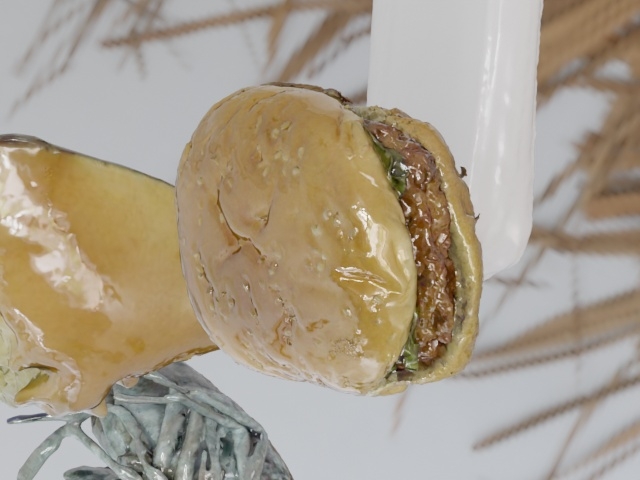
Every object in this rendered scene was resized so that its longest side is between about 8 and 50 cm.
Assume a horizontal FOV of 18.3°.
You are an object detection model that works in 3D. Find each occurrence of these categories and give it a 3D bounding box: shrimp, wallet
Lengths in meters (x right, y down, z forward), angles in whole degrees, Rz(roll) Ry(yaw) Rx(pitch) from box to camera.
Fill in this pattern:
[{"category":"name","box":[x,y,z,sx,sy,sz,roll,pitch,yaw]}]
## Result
[{"category":"shrimp","box":[-0.080,0.204,1.472,0.166,0.410,0.221,-41,-17,-42]},{"category":"wallet","box":[0.046,-0.075,0.696,0.095,0.033,0.190,-4,81,64]}]

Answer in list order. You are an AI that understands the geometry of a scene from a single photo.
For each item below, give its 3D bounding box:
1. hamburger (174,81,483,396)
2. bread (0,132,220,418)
[{"category":"hamburger","box":[0.000,0.000,0.471,0.083,0.044,0.076,4,101,54]},{"category":"bread","box":[-0.140,0.032,1.086,0.174,0.252,0.133,-9,67,56]}]
